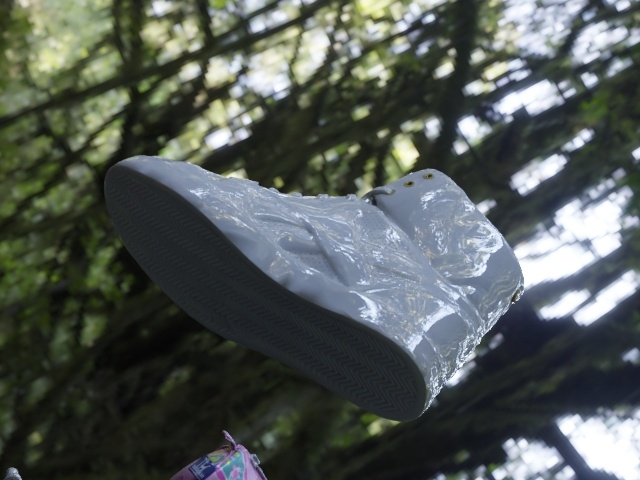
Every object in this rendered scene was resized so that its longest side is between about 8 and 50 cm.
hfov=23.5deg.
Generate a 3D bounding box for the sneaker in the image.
[{"bbox_3d":[0.000,0.000,1.095,0.293,0.169,0.108,31,-42,22],"label":"sneaker"}]

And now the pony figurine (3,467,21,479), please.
[{"bbox_3d":[-0.321,0.409,1.268,0.303,0.351,0.363,18,-53,-9],"label":"pony figurine"}]

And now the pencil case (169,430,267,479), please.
[{"bbox_3d":[-0.054,0.344,1.629,0.284,0.124,0.124,52,-33,-4],"label":"pencil case"}]
